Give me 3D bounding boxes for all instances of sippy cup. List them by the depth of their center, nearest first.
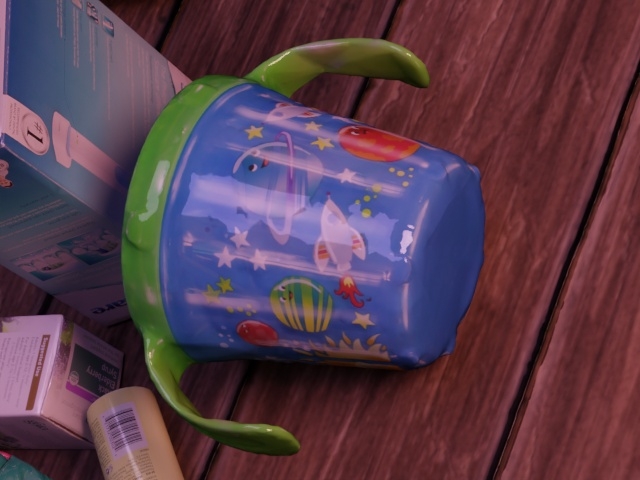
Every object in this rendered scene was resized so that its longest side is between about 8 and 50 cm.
[{"bbox_3d":[0.000,0.000,1.212,0.224,0.240,0.305,11,104,25],"label":"sippy cup"}]

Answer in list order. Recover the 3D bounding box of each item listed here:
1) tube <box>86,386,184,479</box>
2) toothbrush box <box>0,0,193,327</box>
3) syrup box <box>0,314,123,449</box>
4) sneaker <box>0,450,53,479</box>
[{"bbox_3d":[-0.131,0.234,1.270,0.062,0.070,0.240,-12,56,-18],"label":"tube"},{"bbox_3d":[-0.219,-0.087,1.331,0.126,0.295,0.216,-19,59,24],"label":"toothbrush box"},{"bbox_3d":[-0.301,0.129,1.400,0.237,0.093,0.096,-5,64,30],"label":"syrup box"},{"bbox_3d":[-0.295,0.269,1.179,0.124,0.178,0.295,-24,23,44],"label":"sneaker"}]
